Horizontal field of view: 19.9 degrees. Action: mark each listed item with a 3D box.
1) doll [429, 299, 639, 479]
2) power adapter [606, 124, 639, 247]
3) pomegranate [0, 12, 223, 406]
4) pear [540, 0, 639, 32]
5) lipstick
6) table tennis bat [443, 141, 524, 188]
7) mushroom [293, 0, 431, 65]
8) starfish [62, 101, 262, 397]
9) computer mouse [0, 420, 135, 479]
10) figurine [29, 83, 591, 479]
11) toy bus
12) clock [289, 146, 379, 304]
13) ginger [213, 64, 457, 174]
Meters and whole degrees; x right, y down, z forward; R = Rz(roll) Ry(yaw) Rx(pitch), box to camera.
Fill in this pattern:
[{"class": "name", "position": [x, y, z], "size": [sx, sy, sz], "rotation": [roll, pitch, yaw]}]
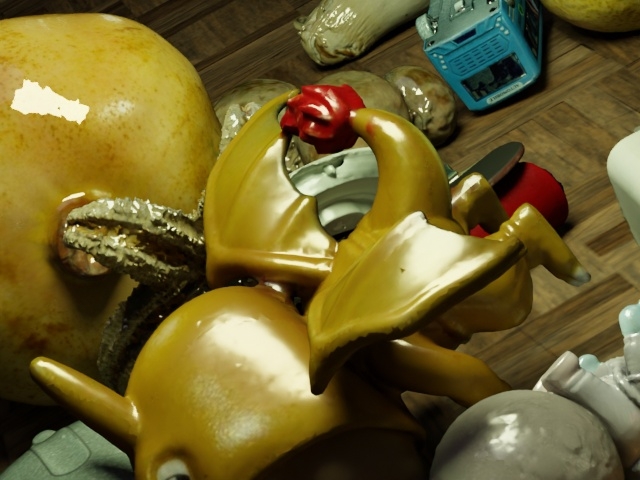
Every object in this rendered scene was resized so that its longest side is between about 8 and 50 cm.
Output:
[{"class": "doll", "position": [0.218, 0.140, 1.354], "size": [0.287, 0.151, 0.151], "rotation": [-30, 23, -22]}, {"class": "power adapter", "position": [0.329, -0.045, 1.603], "size": [0.125, 0.130, 0.205], "rotation": [-27, 25, 0]}, {"class": "pomegranate", "position": [-0.267, -0.032, 1.890], "size": [0.416, 0.416, 0.416], "rotation": [-23, 24, 11]}, {"class": "pear", "position": [0.352, -0.365, 2.123], "size": [0.271, 0.271, 0.271], "rotation": [-23, 24, 11]}, {"class": "lipstick", "position": [0.139, 0.019, 1.739], "size": [0.241, 0.080, 0.080], "rotation": [-40, 27, -28]}, {"class": "table tennis bat", "position": [0.137, -0.053, 1.857], "size": [0.154, 0.021, 0.274], "rotation": [-38, 7, 2]}, {"class": "mushroom", "position": [0.127, -0.379, 2.501], "size": [0.397, 0.126, 0.177], "rotation": [-42, 18, -29]}, {"class": "starfish", "position": [-0.085, 0.030, 1.689], "size": [0.312, 0.303, 0.113], "rotation": [-20, 39, 8]}, {"class": "computer mouse", "position": [-0.208, 0.228, 1.636], "size": [0.203, 0.114, 0.374], "rotation": [-35, 24, -15]}, {"class": "figurine", "position": [-0.007, 0.074, 1.470], "size": [0.387, 0.268, 0.401], "rotation": [-42, 41, -4]}, {"class": "toy bus", "position": [0.198, -0.263, 2.167], "size": [0.113, 0.134, 0.246], "rotation": [-28, 22, 21]}, {"class": "clock", "position": [0.000, 0.000, 1.823], "size": [0.236, 0.236, 0.053], "rotation": [-29, 65, -3]}, {"class": "ginger", "position": [0.002, -0.112, 2.084], "size": [0.304, 0.155, 0.244], "rotation": [-8, 22, 20]}]
